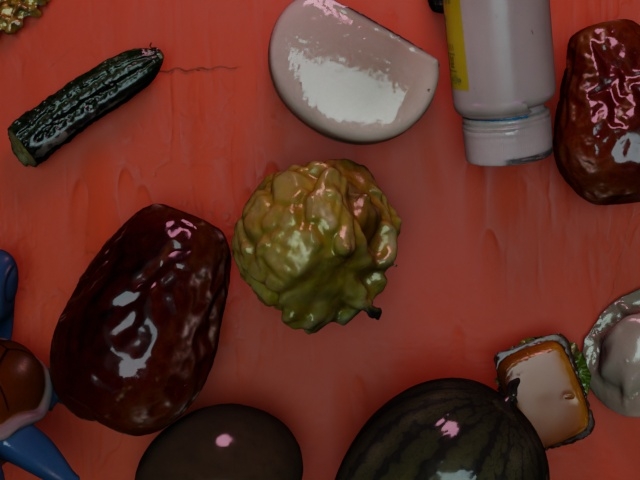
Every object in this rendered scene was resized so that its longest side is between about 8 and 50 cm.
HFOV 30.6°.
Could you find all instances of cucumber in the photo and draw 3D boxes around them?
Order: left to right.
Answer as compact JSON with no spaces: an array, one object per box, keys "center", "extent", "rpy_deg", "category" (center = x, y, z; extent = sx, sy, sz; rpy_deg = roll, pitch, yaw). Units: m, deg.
[{"center":[-0.338,-0.199,1.675],"extent":[0.265,0.077,0.077],"rpy_deg":[-35,93,1],"category":"cucumber"}]

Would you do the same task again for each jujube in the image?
[{"center":[-0.243,0.112,1.630],"extent":[0.223,0.223,0.318],"rpy_deg":[23,83,-1],"category":"jujube"},{"center":[0.412,-0.177,1.616],"extent":[0.189,0.190,0.255],"rpy_deg":[-9,87,2],"category":"jujube"}]

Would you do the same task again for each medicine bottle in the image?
[{"center":[0.245,-0.238,1.580],"extent":[0.143,0.143,0.258],"rpy_deg":[-9,106,1],"category":"medicine bottle"}]

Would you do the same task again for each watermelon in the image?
[{"center":[0.165,0.341,1.596],"extent":[0.278,0.279,0.359],"rpy_deg":[33,106,-1],"category":"watermelon"}]

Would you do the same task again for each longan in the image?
[{"center":[-0.137,0.348,1.640],"extent":[0.248,0.248,0.248],"rpy_deg":[0,94,1],"category":"longan"}]

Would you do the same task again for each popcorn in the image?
[{"center":[-0.001,0.008,1.595],"extent":[0.249,0.249,0.225],"rpy_deg":[-32,63,3],"category":"popcorn"}]

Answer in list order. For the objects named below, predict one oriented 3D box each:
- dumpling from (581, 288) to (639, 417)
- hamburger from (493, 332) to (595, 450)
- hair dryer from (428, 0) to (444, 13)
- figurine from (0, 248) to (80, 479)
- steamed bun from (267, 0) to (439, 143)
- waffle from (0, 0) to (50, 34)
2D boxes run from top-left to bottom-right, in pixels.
[{"center":[0.450,0.159,1.682],"extent":[0.150,0.092,0.177],"rpy_deg":[-1,99,15],"category":"dumpling"},{"center":[0.325,0.217,1.683],"extent":[0.137,0.087,0.166],"rpy_deg":[-18,95,1],"category":"hamburger"},{"center":[0.230,-0.285,1.672],"extent":[0.114,0.070,0.248],"rpy_deg":[-16,102,1],"category":"hair dryer"},{"center":[-0.468,0.230,1.618],"extent":[0.297,0.243,0.416],"rpy_deg":[8,54,-4],"category":"figurine"},{"center":[0.033,-0.224,1.627],"extent":[0.241,0.146,0.164],"rpy_deg":[28,91,-2],"category":"steamed bun"},{"center":[-0.474,-0.380,1.679],"extent":[0.191,0.038,0.191],"rpy_deg":[0,94,1],"category":"waffle"}]
